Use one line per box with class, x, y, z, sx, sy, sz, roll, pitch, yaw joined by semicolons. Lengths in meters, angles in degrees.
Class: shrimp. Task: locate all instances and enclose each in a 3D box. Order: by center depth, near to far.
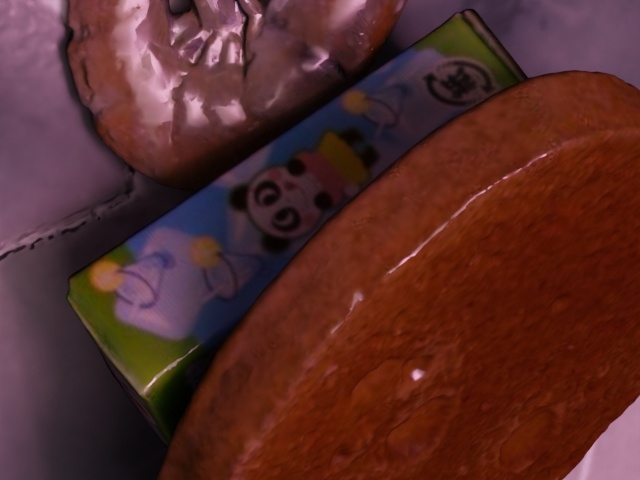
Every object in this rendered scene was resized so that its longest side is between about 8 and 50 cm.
shrimp;-0.014;-0.121;0.767;0.126;0.047;0.223;31;96;-22

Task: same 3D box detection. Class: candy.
candy;0.000;0.000;0.781;0.194;0.062;0.097;-35;159;-9

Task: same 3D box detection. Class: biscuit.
biscuit;0.051;0.051;0.788;0.273;0.049;0.257;-50;148;17
